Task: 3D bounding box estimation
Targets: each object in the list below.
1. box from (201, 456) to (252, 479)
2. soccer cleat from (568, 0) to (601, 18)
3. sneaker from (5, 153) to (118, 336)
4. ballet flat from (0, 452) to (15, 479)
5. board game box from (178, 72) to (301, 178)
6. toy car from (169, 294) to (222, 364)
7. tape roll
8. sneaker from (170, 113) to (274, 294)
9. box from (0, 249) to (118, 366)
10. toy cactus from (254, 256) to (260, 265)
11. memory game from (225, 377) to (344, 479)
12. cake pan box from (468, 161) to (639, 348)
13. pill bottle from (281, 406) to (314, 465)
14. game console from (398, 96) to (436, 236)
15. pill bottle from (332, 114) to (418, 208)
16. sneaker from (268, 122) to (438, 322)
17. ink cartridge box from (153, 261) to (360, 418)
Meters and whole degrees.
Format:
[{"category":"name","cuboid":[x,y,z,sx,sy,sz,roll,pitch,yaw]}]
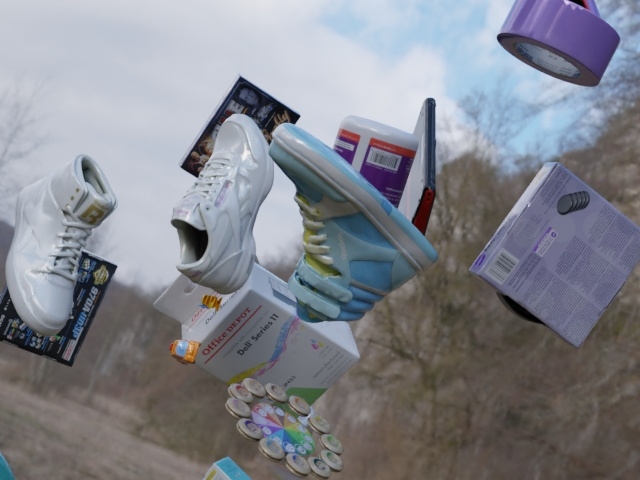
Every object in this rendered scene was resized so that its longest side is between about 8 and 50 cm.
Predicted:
[{"category":"box","cuboid":[-0.133,0.538,1.822,0.244,0.100,0.060,41,17,17]},{"category":"soccer cleat","cuboid":[0.459,-0.488,1.797,0.108,0.318,0.116,-20,-9,15]},{"category":"sneaker","cuboid":[-0.403,-0.006,1.500,0.169,0.292,0.108,-30,-37,26]},{"category":"ballet flat","cuboid":[-0.493,0.401,1.455,0.203,0.074,0.074,48,-7,18]},{"category":"board game box","cuboid":[-0.180,-0.223,2.100,0.165,0.243,0.042,31,11,-20]},{"category":"toy car","cuboid":[-0.196,0.133,1.450,0.040,0.122,0.060,22,-1,-22]},{"category":"tape roll","cuboid":[0.396,-0.335,1.583,0.189,0.080,0.189,28,2,-1]},{"category":"sneaker","cuboid":[-0.163,-0.070,1.556,0.114,0.305,0.152,-3,-15,39]},{"category":"box","cuboid":[-0.515,0.110,1.817,0.175,0.220,0.051,25,-4,-23]},{"category":"toy cactus","cuboid":[-0.167,-0.014,1.851,0.180,0.112,0.219,60,-19,-10]},{"category":"memory game","cuboid":[-0.045,0.245,1.248,0.186,0.012,0.186,31,17,-11]},{"category":"cake pan box","cuboid":[0.441,0.031,1.742,0.246,0.267,0.070,34,-1,-9]},{"category":"pill bottle","cuboid":[-0.063,0.455,2.218,0.087,0.087,0.160,18,-50,14]},{"category":"game console","cuboid":[0.252,-0.130,2.454,0.060,0.386,0.342,11,-45,-5]},{"category":"pill bottle","cuboid":[0.089,-0.105,2.109,0.181,0.323,0.181,18,9,-3]},{"category":"sneaker","cuboid":[0.000,0.000,1.299,0.319,0.208,0.127,41,8,-31]},{"category":"ink cartridge box","cuboid":[-0.125,0.177,1.819,0.353,0.207,0.119,35,20,-26]}]
